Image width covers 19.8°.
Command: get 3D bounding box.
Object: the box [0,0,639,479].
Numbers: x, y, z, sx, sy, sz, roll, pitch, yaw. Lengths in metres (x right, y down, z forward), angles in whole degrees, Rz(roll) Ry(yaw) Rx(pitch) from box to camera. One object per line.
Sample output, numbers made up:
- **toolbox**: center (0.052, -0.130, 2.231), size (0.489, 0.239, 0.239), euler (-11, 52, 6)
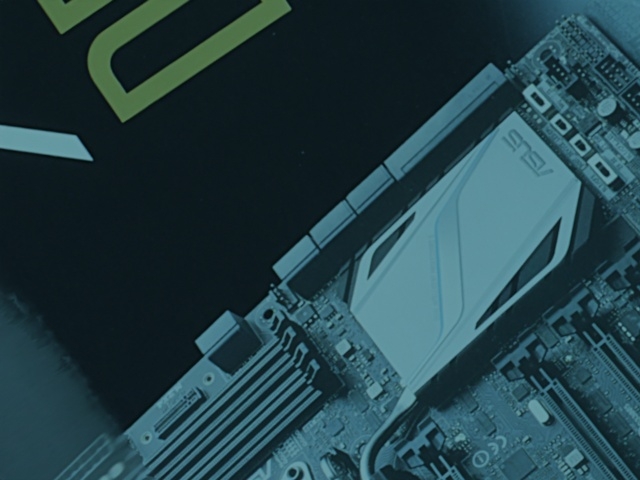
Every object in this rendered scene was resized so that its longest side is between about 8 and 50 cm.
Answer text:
- **box**: center (0.000, 0.000, 0.349), size (0.242, 0.076, 0.307), euler (-33, 104, 0)
